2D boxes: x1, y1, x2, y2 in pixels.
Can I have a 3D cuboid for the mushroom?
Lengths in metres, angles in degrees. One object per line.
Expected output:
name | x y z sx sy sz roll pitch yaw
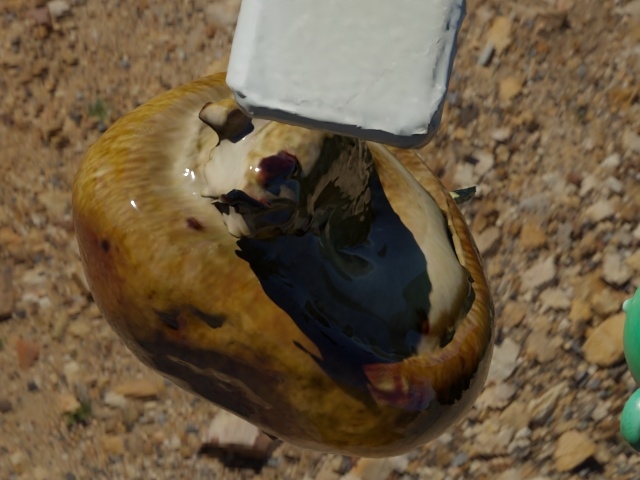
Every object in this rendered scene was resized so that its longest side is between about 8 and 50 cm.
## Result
mushroom | 0.000 0.000 1.022 0.345 0.259 0.345 23 42 -23

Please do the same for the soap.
soap | 0.022 -0.122 0.402 0.064 0.121 0.183 12 97 -2

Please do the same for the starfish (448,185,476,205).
starfish | 0.008 0.038 1.599 0.347 0.358 0.078 -41 87 23

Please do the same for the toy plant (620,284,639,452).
toy plant | 0.334 -0.017 1.011 0.185 0.279 0.400 35 88 16
